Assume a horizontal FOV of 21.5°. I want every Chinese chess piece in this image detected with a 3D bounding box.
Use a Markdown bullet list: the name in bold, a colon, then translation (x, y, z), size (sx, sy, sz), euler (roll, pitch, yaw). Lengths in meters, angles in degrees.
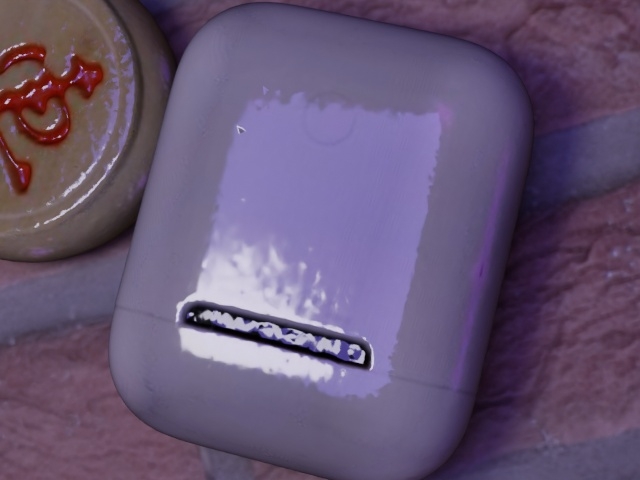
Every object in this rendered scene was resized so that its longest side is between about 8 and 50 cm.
- **Chinese chess piece**: translation (-0.236, -0.107, 1.377), size (0.250, 0.097, 0.251), euler (-2, 83, 13)

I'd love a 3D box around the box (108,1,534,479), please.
- **box**: translation (0.000, 0.000, 1.290), size (0.288, 0.141, 0.349), euler (13, 86, 12)
